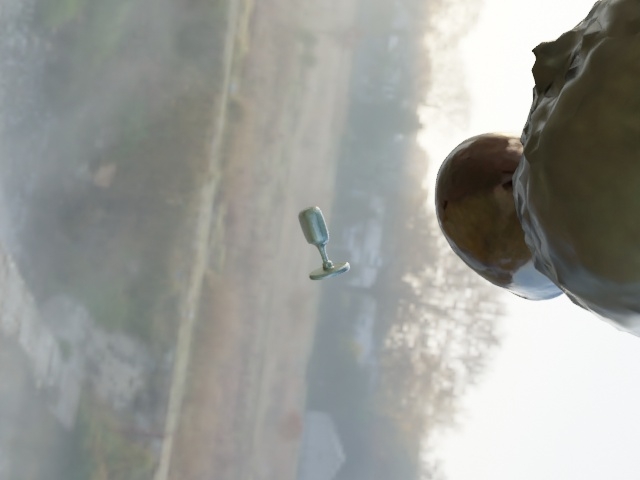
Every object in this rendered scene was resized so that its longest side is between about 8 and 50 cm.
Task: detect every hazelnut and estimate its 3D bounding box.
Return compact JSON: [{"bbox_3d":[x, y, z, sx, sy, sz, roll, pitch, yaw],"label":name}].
[{"bbox_3d":[0.254,-0.047,1.552,0.229,0.229,0.229,-172,-90,-87],"label":"hazelnut"}]

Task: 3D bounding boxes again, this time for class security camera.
[{"bbox_3d":[0.000,0.000,1.600,0.058,0.058,0.092,-102,177,-82],"label":"security camera"}]

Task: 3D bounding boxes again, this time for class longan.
[{"bbox_3d":[0.363,-0.078,1.221,0.391,0.391,0.391,-172,-90,-87],"label":"longan"}]
